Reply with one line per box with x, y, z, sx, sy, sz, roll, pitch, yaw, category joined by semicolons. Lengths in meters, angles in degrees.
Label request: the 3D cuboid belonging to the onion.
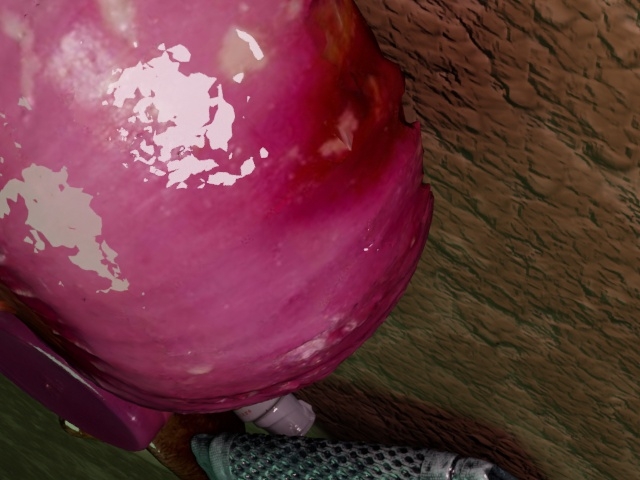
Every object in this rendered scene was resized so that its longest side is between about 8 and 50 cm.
-0.124;-0.052;0.812;0.358;0.345;0.358;41;-168;-11;onion

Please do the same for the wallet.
0.063;0.252;1.406;0.342;0.075;0.237;0;146;41;wallet

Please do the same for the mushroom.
-0.153;0.160;1.560;0.194;0.138;0.231;23;170;-2;mushroom

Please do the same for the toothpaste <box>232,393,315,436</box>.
-0.101;0.098;1.449;0.234;0.057;0.089;47;156;-10;toothpaste

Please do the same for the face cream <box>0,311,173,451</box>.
-0.146;0.032;1.162;0.175;0.195;0.175;31;160;13;face cream
